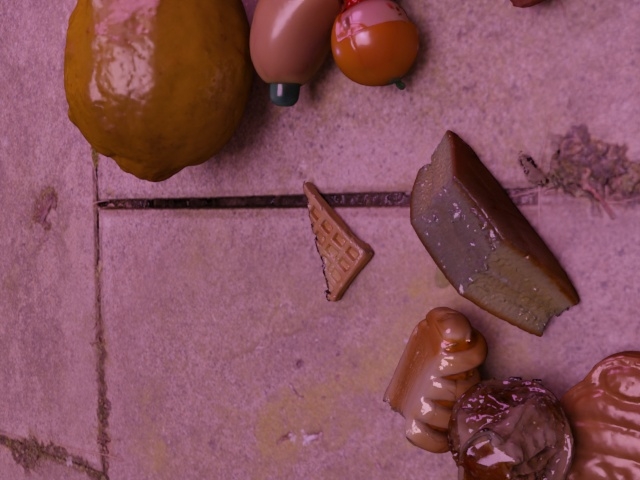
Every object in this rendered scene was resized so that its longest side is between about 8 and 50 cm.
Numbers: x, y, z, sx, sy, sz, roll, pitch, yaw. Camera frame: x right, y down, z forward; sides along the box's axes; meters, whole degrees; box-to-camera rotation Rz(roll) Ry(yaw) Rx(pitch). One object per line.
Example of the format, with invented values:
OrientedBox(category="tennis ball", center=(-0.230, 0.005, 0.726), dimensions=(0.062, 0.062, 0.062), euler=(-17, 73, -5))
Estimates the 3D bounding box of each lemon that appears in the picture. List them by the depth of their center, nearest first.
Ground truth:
OrientedBox(category="lemon", center=(-0.221, -0.253, 1.024), dimensions=(0.285, 0.285, 0.316), euler=(46, 113, 27))

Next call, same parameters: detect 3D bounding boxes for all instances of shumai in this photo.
OrientedBox(category="shumai", center=(0.183, 0.211, 0.752), dimensions=(0.145, 0.116, 0.146), euler=(-7, 80, 41))

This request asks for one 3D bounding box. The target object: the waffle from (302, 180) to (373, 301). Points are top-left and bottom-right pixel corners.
OrientedBox(category="waffle", center=(0.000, 0.000, 1.013), dimensions=(0.153, 0.023, 0.097), euler=(50, 119, 23))

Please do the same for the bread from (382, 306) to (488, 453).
OrientedBox(category="bread", center=(0.139, 0.168, 0.861), dimensions=(0.119, 0.084, 0.177), euler=(-114, 41, -69))

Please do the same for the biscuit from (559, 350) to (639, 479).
OrientedBox(category="biscuit", center=(0.296, 0.296, 0.776), dimensions=(0.311, 0.057, 0.352), euler=(-7, 88, 37))

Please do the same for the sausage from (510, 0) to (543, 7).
OrientedBox(category="sausage", center=(0.282, -0.379, 0.738), dimensions=(0.078, 0.078, 0.305), euler=(36, 115, 31))

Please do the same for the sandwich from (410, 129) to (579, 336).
OrientedBox(category="sandwich", center=(0.179, -0.009, 0.831), dimensions=(0.094, 0.096, 0.258), euler=(-51, 60, 34))

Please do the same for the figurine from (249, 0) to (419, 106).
OrientedBox(category="figurine", center=(0.042, -0.289, 0.904), dimensions=(0.324, 0.124, 0.222), euler=(-21, 79, 33))
